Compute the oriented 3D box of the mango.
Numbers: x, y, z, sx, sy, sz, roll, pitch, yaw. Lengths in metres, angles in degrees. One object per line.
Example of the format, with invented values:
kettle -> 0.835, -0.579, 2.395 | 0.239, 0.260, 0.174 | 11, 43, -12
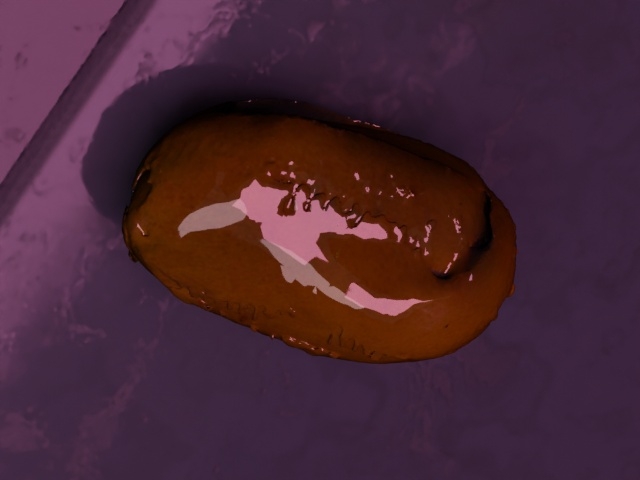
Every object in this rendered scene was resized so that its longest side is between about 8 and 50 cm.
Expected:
mango -> 0.000, 0.000, 1.106 | 0.248, 0.156, 0.151 | 11, 138, -19
